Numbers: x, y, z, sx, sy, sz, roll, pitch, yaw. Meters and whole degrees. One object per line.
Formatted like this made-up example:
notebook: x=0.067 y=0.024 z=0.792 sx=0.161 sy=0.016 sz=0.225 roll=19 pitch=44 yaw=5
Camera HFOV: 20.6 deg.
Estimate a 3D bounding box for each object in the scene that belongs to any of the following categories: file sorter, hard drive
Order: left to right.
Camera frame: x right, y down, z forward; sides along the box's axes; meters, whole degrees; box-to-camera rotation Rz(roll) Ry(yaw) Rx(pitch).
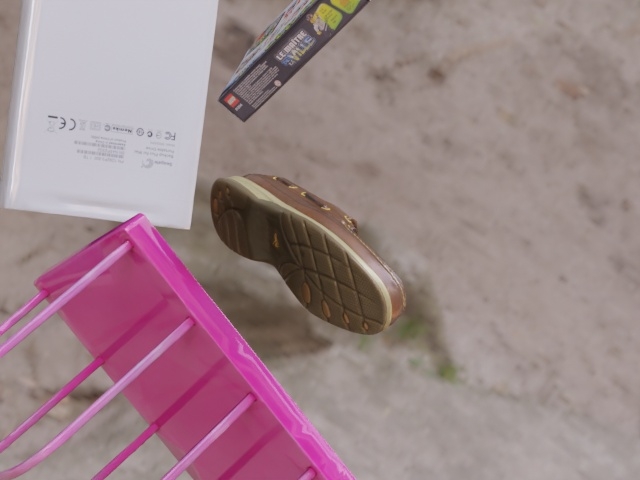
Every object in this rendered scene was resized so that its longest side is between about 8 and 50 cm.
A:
hard drive: x=-0.212 y=-0.174 z=1.797 sx=0.203 sy=0.308 sz=0.040 roll=7 pitch=0 yaw=-28
file sorter: x=-0.132 y=0.166 z=1.238 sx=0.182 sy=0.202 sz=0.291 roll=-42 pitch=99 yaw=-29

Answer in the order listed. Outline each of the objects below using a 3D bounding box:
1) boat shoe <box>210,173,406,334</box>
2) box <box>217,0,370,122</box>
boat shoe: x=0.000 y=0.000 z=1.149 sx=0.060 sy=0.064 sz=0.178 roll=-19 pitch=37 yaw=-33
box: x=-0.011 y=-0.207 z=1.666 sx=0.036 sy=0.207 sz=0.114 roll=39 pitch=42 yaw=-12
